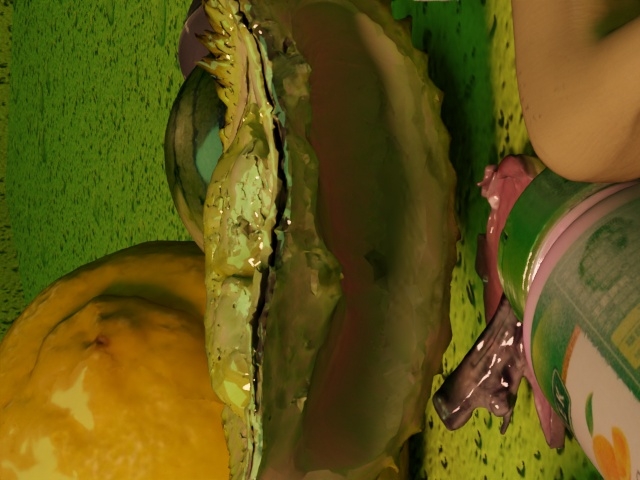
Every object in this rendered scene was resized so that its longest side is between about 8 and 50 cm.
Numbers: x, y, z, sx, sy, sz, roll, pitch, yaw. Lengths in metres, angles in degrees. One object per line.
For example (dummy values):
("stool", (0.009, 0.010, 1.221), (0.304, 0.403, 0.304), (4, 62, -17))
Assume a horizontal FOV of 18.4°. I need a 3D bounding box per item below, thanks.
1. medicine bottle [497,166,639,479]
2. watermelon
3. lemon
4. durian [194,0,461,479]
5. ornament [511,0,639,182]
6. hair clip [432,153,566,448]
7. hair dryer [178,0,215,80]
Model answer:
("medicine bottle", (0.170, 0.057, 0.835), (0.274, 0.133, 0.133), (-119, 29, -59))
("watermelon", (-0.014, -0.068, 1.358), (0.188, 0.188, 0.214), (146, 115, -73))
("lemon", (-0.094, 0.165, 1.473), (0.348, 0.348, 0.347), (175, 90, -75))
("durian", (0.000, 0.000, 1.167), (0.169, 0.158, 0.351), (37, -126, -81))
("ornament", (0.108, -0.134, 0.803), (0.245, 0.061, 0.230), (133, 135, -62))
("hair clip", (0.118, 0.037, 1.191), (0.146, 0.056, 0.187), (-114, 33, -53))
("hair dryer", (-0.059, -0.078, 1.722), (0.301, 0.121, 0.361), (-103, 10, -59))
